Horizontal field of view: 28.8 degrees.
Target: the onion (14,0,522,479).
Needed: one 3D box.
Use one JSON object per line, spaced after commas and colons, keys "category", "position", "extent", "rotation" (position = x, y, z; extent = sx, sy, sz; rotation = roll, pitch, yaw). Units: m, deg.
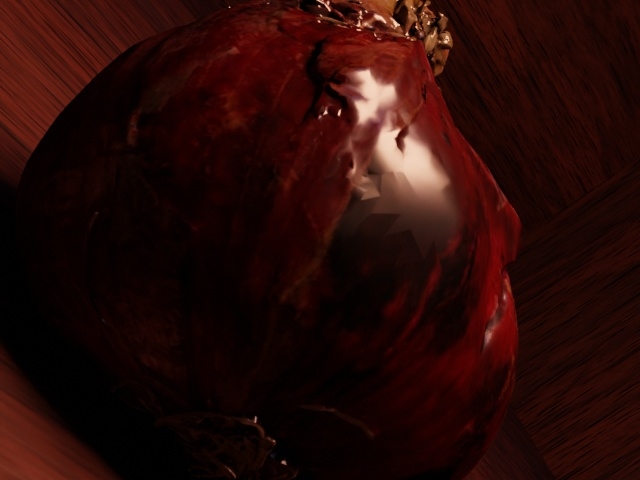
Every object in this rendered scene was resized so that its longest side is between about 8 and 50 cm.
{"category": "onion", "position": [-0.008, 0.016, 0.615], "extent": [0.281, 0.221, 0.281], "rotation": [12, 71, -37]}
